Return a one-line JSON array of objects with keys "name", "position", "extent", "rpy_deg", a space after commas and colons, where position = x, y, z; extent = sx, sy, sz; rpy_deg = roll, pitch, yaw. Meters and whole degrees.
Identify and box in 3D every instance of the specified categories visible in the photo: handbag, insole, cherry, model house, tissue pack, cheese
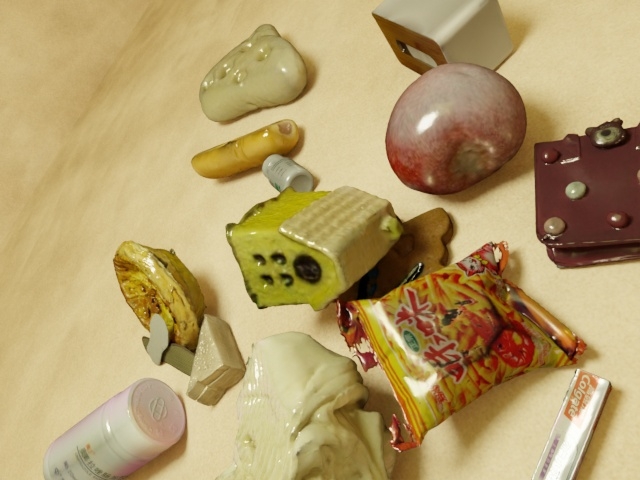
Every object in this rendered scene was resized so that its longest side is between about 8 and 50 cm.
[{"name": "handbag", "position": [0.415, -0.076, 0.666], "extent": [0.203, 0.074, 0.216], "rpy_deg": [-8, 58, 34]}, {"name": "insole", "position": [-0.334, 0.260, 1.055], "extent": [0.253, 0.086, 0.005], "rpy_deg": [0, 23, 44]}, {"name": "cherry", "position": [0.217, -0.203, 0.811], "extent": [0.239, 0.206, 0.239], "rpy_deg": [-20, 61, 40]}, {"name": "model house", "position": [0.000, 0.000, 0.771], "extent": [0.234, 0.174, 0.193], "rpy_deg": [-9, 20, 42]}, {"name": "tissue pack", "position": [0.246, -0.430, 0.969], "extent": [0.136, 0.159, 0.246], "rpy_deg": [-43, 44, 6]}, {"name": "cheese", "position": [-0.207, -0.449, 1.362], "extent": [0.328, 0.130, 0.351], "rpy_deg": [-39, 44, 9]}, {"name": "insole", "position": [-0.365, 0.226, 1.056], "extent": [0.065, 0.004, 0.197], "rpy_deg": [44, 136, 16]}]

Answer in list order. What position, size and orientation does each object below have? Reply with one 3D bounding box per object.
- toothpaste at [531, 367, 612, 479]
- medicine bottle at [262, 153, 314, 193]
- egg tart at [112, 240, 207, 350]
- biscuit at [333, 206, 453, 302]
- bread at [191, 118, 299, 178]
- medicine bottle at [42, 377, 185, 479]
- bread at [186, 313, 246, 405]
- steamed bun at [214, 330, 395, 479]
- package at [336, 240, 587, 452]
[{"name": "toothpaste", "position": [0.295, 0.254, 0.574], "extent": [0.047, 0.040, 0.196], "rpy_deg": [20, 76, 42]}, {"name": "medicine bottle", "position": [-0.079, -0.150, 1.102], "extent": [0.080, 0.080, 0.130], "rpy_deg": [-51, 44, 1]}, {"name": "egg tart", "position": [-0.349, 0.115, 1.062], "extent": [0.290, 0.290, 0.115], "rpy_deg": [12, 36, 42]}, {"name": "biscuit", "position": [0.097, 0.057, 0.854], "extent": [0.302, 0.043, 0.278], "rpy_deg": [7, 68, 41]}, {"name": "bread", "position": [-0.195, -0.231, 1.227], "extent": [0.305, 0.091, 0.142], "rpy_deg": [-12, 13, 34]}, {"name": "medicine bottle", "position": [-0.417, 0.407, 0.962], "extent": [0.254, 0.152, 0.152], "rpy_deg": [-37, 46, 15]}, {"name": "bread", "position": [-0.228, 0.242, 0.972], "extent": [0.105, 0.077, 0.152], "rpy_deg": [-42, 44, 8]}, {"name": "steamed bun", "position": [-0.011, 0.307, 0.670], "extent": [0.275, 0.206, 0.319], "rpy_deg": [24, 102, 61]}, {"name": "package", "position": [0.187, 0.135, 0.662], "extent": [0.288, 0.108, 0.223], "rpy_deg": [-24, 55, -1]}]
